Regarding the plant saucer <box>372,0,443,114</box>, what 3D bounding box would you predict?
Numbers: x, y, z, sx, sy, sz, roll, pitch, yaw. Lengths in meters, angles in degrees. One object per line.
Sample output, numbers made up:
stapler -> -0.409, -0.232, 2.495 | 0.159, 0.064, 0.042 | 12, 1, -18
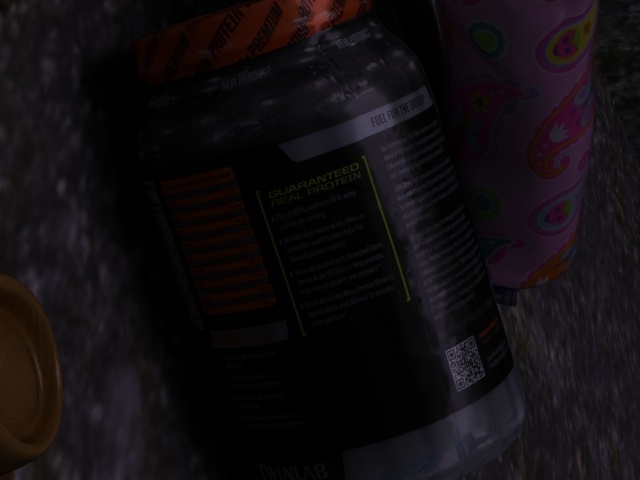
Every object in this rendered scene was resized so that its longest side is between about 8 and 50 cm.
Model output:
plant saucer -> 0.014, -0.193, 1.276 | 0.310, 0.050, 0.310 | 56, -17, 26

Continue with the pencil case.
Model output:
pencil case -> 0.133, -0.097, 1.155 | 0.124, 0.124, 0.284 | -79, 171, -50

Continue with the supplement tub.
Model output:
supplement tub -> 0.000, 0.000, 1.124 | 0.207, 0.207, 0.338 | -42, 116, -68

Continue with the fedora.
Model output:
fedora -> -0.180, 0.062, 0.789 | 0.194, 0.079, 0.194 | -15, 90, -69
